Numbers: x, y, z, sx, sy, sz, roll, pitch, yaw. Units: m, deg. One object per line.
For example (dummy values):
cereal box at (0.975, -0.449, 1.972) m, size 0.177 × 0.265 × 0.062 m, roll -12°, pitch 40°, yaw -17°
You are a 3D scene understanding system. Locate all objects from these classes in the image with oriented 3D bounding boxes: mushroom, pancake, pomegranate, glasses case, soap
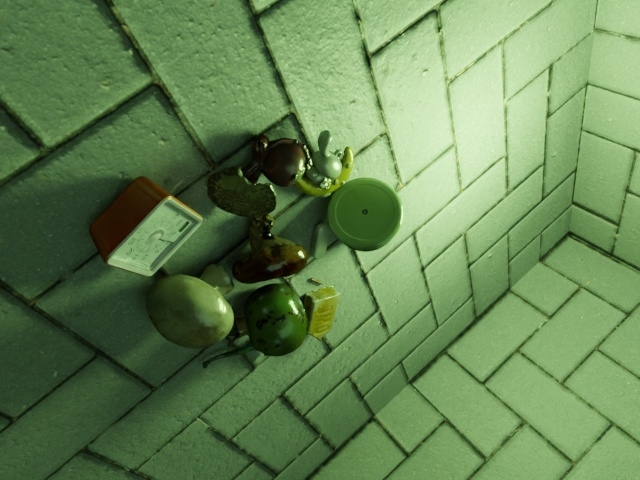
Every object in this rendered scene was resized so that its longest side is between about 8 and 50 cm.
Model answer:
mushroom at (-0.181, 0.053, 1.778) m, size 0.267 × 0.267 × 0.254 m, roll 32°, pitch 63°, yaw -49°
pancake at (-0.256, -0.148, 1.575) m, size 0.235 × 0.029 × 0.212 m, roll 30°, pitch 134°, yaw -25°
pomegranate at (-0.207, 0.312, 1.888) m, size 0.324 × 0.291 × 0.290 m, roll -4°, pitch 123°, yaw -30°
glasses case at (0.000, 0.000, 1.999) m, size 0.063 × 0.041 × 0.164 m, roll -13°, pitch 129°, yaw -33°
mushroom at (-0.428, 0.209, 1.653) m, size 0.297 × 0.298 × 0.290 m, roll 75°, pitch 28°, yaw -44°
soap at (-0.010, 0.343, 2.226) m, size 0.160 × 0.080 × 0.257 m, roll -13°, pitch 127°, yaw -35°

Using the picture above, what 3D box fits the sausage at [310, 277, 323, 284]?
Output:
sausage at (-0.015, 0.181, 2.146) m, size 0.015 × 0.015 × 0.100 m, roll -55°, pitch 140°, yaw 6°

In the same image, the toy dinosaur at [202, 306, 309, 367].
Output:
toy dinosaur at (-0.263, 0.402, 2.056) m, size 0.447 × 0.087 × 0.301 m, roll -50°, pitch 133°, yaw -2°

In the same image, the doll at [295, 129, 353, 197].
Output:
doll at (0.018, -0.263, 1.766) m, size 0.237 × 0.111 × 0.252 m, roll -44°, pitch 143°, yaw 18°

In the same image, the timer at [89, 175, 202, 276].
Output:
timer at (-0.505, -0.028, 1.444) m, size 0.257 × 0.161 × 0.250 m, roll -47°, pitch 149°, yaw -3°

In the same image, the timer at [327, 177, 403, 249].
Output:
timer at (0.187, -0.065, 1.989) m, size 0.291 × 0.291 × 0.315 m, roll -43°, pitch 163°, yaw -7°

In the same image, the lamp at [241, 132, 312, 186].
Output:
lamp at (-0.148, -0.250, 1.613) m, size 0.223 × 0.151 × 0.215 m, roll 22°, pitch 106°, yaw -7°
